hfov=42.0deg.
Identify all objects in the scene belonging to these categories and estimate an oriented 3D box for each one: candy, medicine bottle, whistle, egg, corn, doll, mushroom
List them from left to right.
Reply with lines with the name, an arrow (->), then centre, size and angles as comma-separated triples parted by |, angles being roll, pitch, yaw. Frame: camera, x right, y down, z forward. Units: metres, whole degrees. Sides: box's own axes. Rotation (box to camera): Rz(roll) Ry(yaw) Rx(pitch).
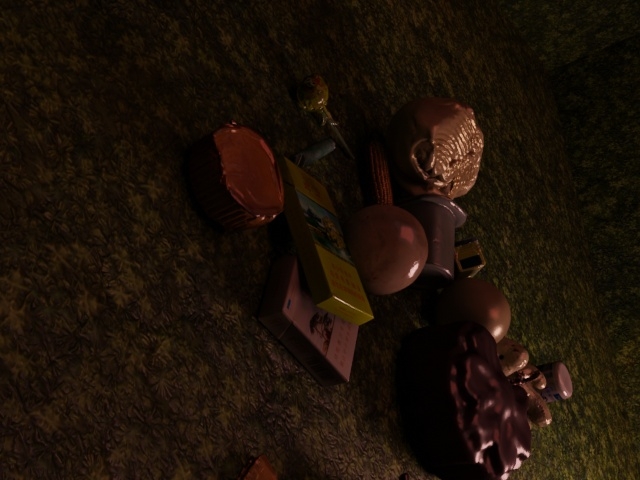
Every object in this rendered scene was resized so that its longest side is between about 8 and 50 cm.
whistle -> -0.018, -0.194, 1.868 | 0.039, 0.039, 0.186 | 65, 29, -8
candy -> 0.020, -0.283, 1.973 | 0.262, 0.077, 0.073 | 54, 11, -41
corn -> 0.142, -0.156, 2.080 | 0.068, 0.068, 0.207 | 24, 55, -52
mushroom -> 0.143, 0.018, 1.851 | 0.209, 0.206, 0.206 | -18, 88, -67
egg -> 0.389, 0.189, 2.130 | 0.186, 0.186, 0.242 | 63, -10, -12
doll -> 0.532, 0.393, 2.275 | 0.175, 0.149, 0.278 | -21, 80, -42
medicine bottle -> 0.610, 0.416, 2.379 | 0.107, 0.191, 0.107 | 37, 42, -44

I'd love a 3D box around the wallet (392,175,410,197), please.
wallet -> 0.265, -0.194, 2.324 | 0.236, 0.055, 0.160 | -1, 76, -51

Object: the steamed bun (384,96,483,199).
steamed bun -> 0.274, -0.242, 2.158 | 0.289, 0.203, 0.276 | -15, 119, -48

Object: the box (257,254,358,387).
box -> -0.019, 0.158, 1.622 | 0.233, 0.067, 0.149 | 51, 33, -31

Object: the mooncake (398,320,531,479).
mooncake -> 0.347, 0.392, 1.961 | 0.381, 0.212, 0.350 | 49, 42, -28

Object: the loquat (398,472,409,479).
loquat -> 0.185, 0.564, 1.579 | 0.213, 0.213, 0.246 | -5, 77, -60

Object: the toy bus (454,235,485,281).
toy bus -> 0.370, 0.061, 2.220 | 0.175, 0.088, 0.101 | 105, -33, -71

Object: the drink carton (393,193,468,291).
drink carton -> 0.259, 0.006, 2.071 | 0.185, 0.191, 0.189 | 41, 46, -43

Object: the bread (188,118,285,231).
bread -> -0.156, -0.112, 1.525 | 0.199, 0.104, 0.199 | 33, 45, -40

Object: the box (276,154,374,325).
box -> 0.000, 0.000, 1.684 | 0.187, 0.047, 0.335 | 31, 34, -56

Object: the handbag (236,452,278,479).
handbag -> -0.107, 0.398, 1.367 | 0.061, 0.027, 0.083 | 63, 31, -13
